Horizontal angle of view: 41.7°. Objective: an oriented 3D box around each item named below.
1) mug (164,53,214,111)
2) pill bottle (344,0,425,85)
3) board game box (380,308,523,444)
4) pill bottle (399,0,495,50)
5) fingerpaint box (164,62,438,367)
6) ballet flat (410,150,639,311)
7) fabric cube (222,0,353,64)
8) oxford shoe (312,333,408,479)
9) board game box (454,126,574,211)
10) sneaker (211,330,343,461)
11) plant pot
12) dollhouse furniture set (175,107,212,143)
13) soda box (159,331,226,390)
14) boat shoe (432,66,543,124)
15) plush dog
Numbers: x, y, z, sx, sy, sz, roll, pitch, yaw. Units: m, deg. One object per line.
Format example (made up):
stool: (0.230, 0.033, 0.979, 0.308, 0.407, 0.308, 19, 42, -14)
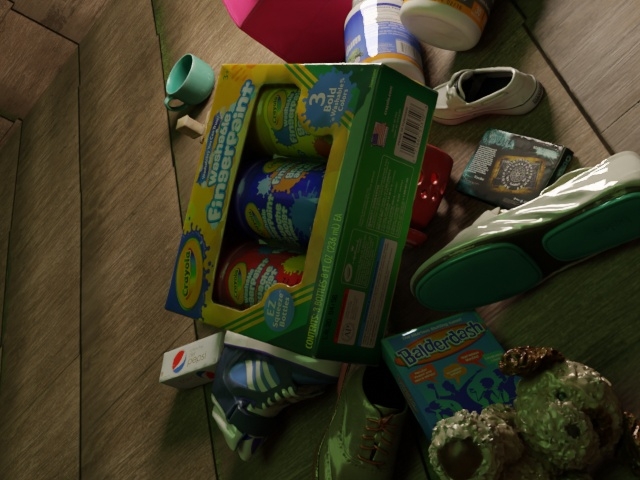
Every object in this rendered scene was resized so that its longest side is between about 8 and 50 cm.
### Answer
mug: (-0.371, -0.446, 2.402, 0.158, 0.097, 0.129, -31, 46, 37)
pill bottle: (0.124, -0.391, 1.692, 0.152, 0.152, 0.272, -33, 44, 35)
board game box: (0.200, 0.202, 1.223, 0.160, 0.047, 0.210, -18, 39, -10)
pill bottle: (0.268, -0.513, 1.582, 0.162, 0.162, 0.278, 13, 79, 54)
fingerpaint box: (-0.044, -0.057, 1.375, 0.371, 0.163, 0.444, 12, 87, 44)
ballet flat: (0.314, -0.012, 1.243, 0.400, 0.139, 0.139, -27, 48, 31)
fabric cube: (-0.041, -0.563, 1.922, 0.258, 0.259, 0.254, -48, 36, 18)
oxford shoe: (0.068, 0.305, 1.303, 0.130, 0.123, 0.348, 126, 154, -63)
board game box: (0.314, -0.113, 1.381, 0.186, 0.026, 0.126, 30, 92, 55)
sneaker: (-0.078, 0.298, 1.548, 0.323, 0.130, 0.236, 7, 87, 44)
plant pot: (0.122, -0.083, 1.474, 0.191, 0.191, 0.174, 10, 86, 54)
dollhouse furniture set: (-0.223, -0.293, 2.041, 0.161, 0.182, 0.101, -14, 57, 47)
soda box: (-0.258, 0.264, 1.822, 0.216, 0.069, 0.074, -23, 50, 41)
boat shoe: (0.268, -0.268, 1.489, 0.258, 0.084, 0.095, -2, 66, 51)
plush dog: (0.285, 0.258, 1.058, 0.225, 0.262, 0.210, -50, -6, -1)
